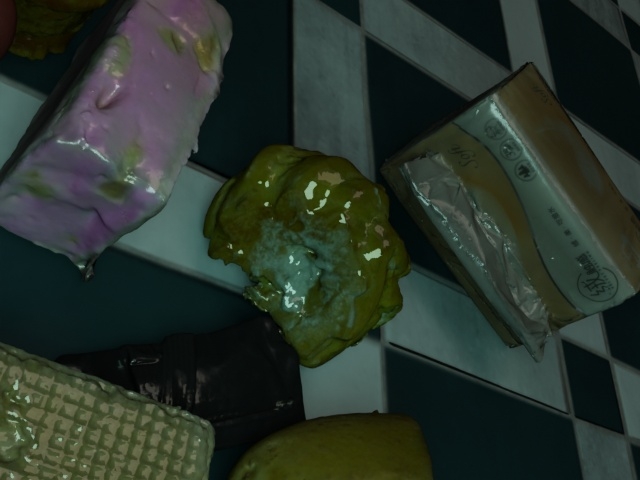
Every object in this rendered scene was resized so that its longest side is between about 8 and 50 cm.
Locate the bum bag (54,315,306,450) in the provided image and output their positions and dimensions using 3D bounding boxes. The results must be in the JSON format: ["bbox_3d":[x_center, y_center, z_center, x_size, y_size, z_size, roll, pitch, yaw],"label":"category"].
[{"bbox_3d":[-0.116,0.139,0.793,0.248,0.060,0.123,-3,69,-46],"label":"bum bag"}]

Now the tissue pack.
[{"bbox_3d":[0.236,-0.021,1.145,0.305,0.238,0.238,54,39,-7],"label":"tissue pack"}]

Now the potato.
[{"bbox_3d":[-0.008,0.231,0.776,0.158,0.178,0.204,21,88,-18],"label":"potato"}]

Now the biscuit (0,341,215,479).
[{"bbox_3d":[-0.268,0.121,0.591,0.426,0.078,0.144,26,56,-24],"label":"biscuit"}]

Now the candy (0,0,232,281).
[{"bbox_3d":[-0.178,-0.112,0.815,0.115,0.155,0.265,35,44,-21],"label":"candy"}]

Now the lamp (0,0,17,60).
[{"bbox_3d":[-0.326,-0.169,0.705,0.182,0.140,0.182,-1,44,1],"label":"lamp"}]

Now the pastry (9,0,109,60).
[{"bbox_3d":[-0.278,-0.272,0.855,0.188,0.103,0.189,25,50,-33],"label":"pastry"}]

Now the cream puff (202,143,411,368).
[{"bbox_3d":[0.005,-0.003,0.929,0.221,0.194,0.194,57,39,-8],"label":"cream puff"}]
